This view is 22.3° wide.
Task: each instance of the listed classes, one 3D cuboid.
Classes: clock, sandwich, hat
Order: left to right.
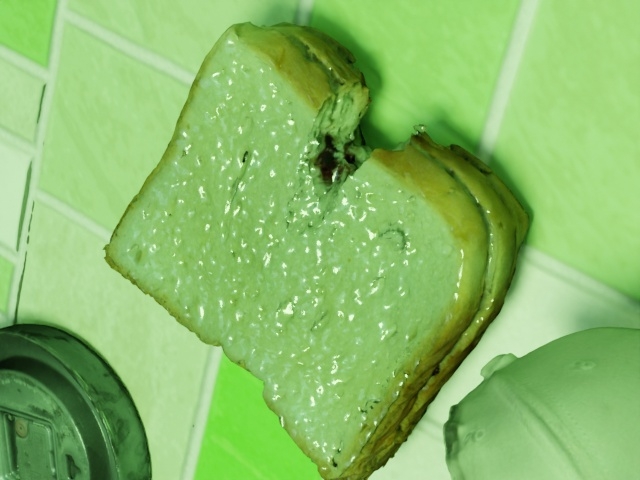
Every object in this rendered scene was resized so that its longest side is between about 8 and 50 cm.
[{"bbox_3d":[-0.243,0.180,1.422,0.226,0.049,0.226,12,112,33],"label":"clock"},{"bbox_3d":[-0.001,0.000,1.154,0.273,0.095,0.249,43,121,20],"label":"sandwich"},{"bbox_3d":[0.237,0.126,0.931,0.301,0.258,0.168,-9,93,30],"label":"hat"}]
